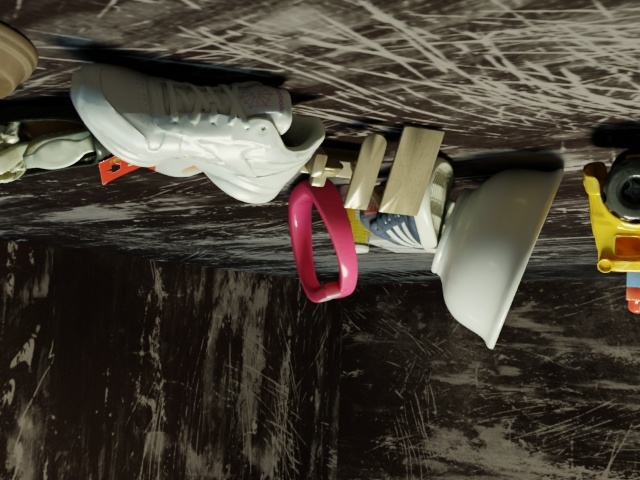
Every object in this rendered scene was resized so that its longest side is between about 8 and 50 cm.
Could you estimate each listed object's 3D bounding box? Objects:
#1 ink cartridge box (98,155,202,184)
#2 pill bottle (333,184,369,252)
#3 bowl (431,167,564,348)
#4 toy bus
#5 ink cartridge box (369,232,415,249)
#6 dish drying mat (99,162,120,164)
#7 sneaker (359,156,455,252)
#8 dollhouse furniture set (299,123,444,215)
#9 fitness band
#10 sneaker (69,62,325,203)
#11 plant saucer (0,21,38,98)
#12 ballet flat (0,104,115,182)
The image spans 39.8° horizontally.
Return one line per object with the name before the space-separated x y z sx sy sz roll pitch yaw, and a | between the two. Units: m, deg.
ink cartridge box | -0.192 -0.103 1.141 0.179 0.045 0.145 -26 179 -14
pill bottle | 0.056 -0.038 1.566 0.065 0.116 0.065 3 172 0
bowl | 0.258 0.006 1.360 0.134 0.297 0.298 23 177 12
toy bus | 0.454 -0.012 1.124 0.220 0.211 0.149 -2 -170 22
ink cartridge box | 0.185 -0.024 1.780 0.140 0.082 0.191 -1 171 25
dish drying mat | -0.356 -0.129 1.428 0.083 0.008 0.032 3 174 -2
sneaker | 0.129 -0.053 1.406 0.148 0.131 0.350 13 169 12
dollhouse furniture set | 0.058 -0.129 1.198 0.144 0.123 0.151 6 -153 -21
fitness band | 0.000 0.000 1.529 0.054 0.209 0.291 -11 176 -14
sneaker | -0.126 -0.142 0.971 0.152 0.114 0.305 -35 146 33
plant saucer | -0.425 -0.185 0.874 0.278 0.041 0.278 2 172 0
ballet flat | -0.365 -0.123 1.109 0.281 0.095 0.096 -7 -153 24
